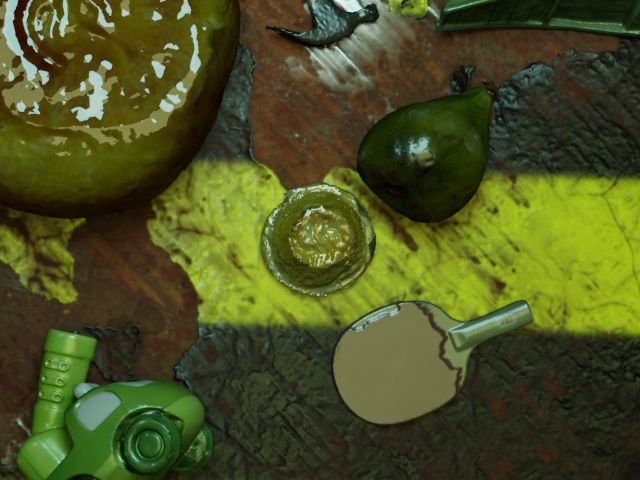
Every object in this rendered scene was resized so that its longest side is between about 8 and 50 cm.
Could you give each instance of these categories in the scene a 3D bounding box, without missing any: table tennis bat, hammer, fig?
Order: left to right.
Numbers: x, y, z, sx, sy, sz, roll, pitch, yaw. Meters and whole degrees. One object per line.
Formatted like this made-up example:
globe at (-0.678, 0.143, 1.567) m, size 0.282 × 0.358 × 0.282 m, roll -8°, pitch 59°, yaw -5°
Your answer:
hammer at (-0.045, -0.353, 1.470) m, size 0.125 × 0.027 × 0.297 m, roll -25°, pitch 93°, yaw -11°
table tennis bat at (0.125, 0.120, 1.489) m, size 0.235 × 0.022 × 0.131 m, roll -23°, pitch 91°, yaw -5°
fig at (0.129, -0.112, 1.441) m, size 0.133 × 0.126 × 0.185 m, roll 36°, pitch 89°, yaw 8°

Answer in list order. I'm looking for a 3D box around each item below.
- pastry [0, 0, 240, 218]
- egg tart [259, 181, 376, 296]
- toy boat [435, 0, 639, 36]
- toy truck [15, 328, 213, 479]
pastry at (-0.247, -0.195, 1.381) m, size 0.356 × 0.164 × 0.355 m, roll 0°, pitch 89°, yaw -1°
egg tart at (0.000, 0.000, 1.460) m, size 0.129 × 0.049 × 0.128 m, roll 0°, pitch 91°, yaw -7°
toy boat at (0.273, -0.261, 1.477) m, size 0.293 × 0.093 × 0.055 m, roll 1°, pitch 71°, yaw -7°
toy truck at (-0.233, 0.210, 1.390) m, size 0.211 × 0.148 × 0.187 m, roll 27°, pitch 90°, yaw 14°
